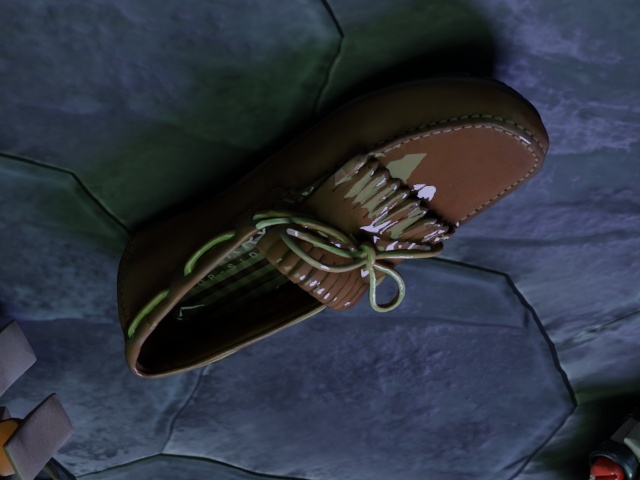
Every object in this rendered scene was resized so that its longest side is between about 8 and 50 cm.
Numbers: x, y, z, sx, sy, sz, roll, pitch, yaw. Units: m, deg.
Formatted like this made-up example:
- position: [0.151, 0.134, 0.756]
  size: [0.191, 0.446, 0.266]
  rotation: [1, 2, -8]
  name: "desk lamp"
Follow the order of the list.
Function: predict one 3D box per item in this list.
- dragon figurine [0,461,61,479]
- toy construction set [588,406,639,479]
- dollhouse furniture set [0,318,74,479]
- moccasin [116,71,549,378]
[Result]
- position: [-0.301, 0.270, 1.556]
  size: [0.289, 0.085, 0.144]
  rotation: [-32, 130, 32]
  name: "dragon figurine"
- position: [0.341, 0.267, 1.482]
  size: [0.215, 0.151, 0.328]
  rotation: [37, 128, 19]
  name: "toy construction set"
- position: [-0.347, 0.222, 1.387]
  size: [0.262, 0.135, 0.259]
  rotation: [-17, 107, 23]
  name: "dollhouse furniture set"
- position: [-0.002, -0.002, 1.196]
  size: [0.380, 0.147, 0.139]
  rotation: [-23, 134, 24]
  name: "moccasin"
